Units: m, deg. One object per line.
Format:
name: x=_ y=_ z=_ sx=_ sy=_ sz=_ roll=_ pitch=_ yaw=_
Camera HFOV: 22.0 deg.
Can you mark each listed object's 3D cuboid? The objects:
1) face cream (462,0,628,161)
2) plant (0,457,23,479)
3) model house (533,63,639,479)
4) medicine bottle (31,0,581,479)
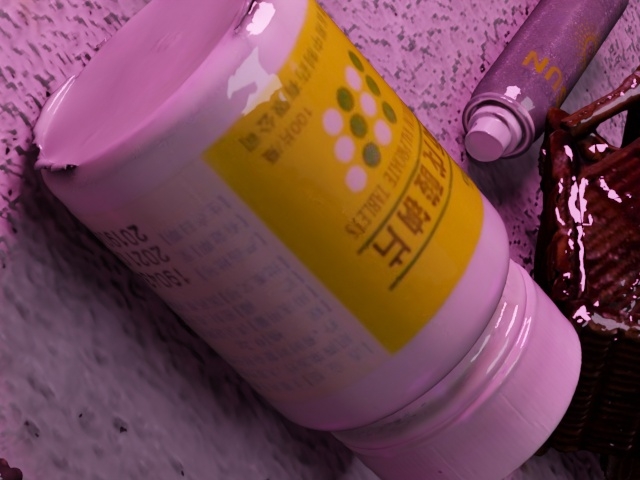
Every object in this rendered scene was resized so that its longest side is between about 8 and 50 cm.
face cream: x=0.203 y=-0.162 z=1.502 sx=0.073 sy=0.073 sz=0.283 roll=56 pitch=45 yaw=-19
plant: x=-0.245 y=0.130 z=0.893 sx=0.129 sy=0.132 sz=0.194 roll=37 pitch=57 yaw=-36
model house: x=0.259 y=0.076 z=1.416 sx=0.297 sy=0.317 sz=0.282 roll=36 pitch=56 yaw=24
medicine bottle: x=0.000 y=0.000 z=1.133 sx=0.378 sy=0.213 sz=0.213 roll=46 pitch=49 yaw=-27
